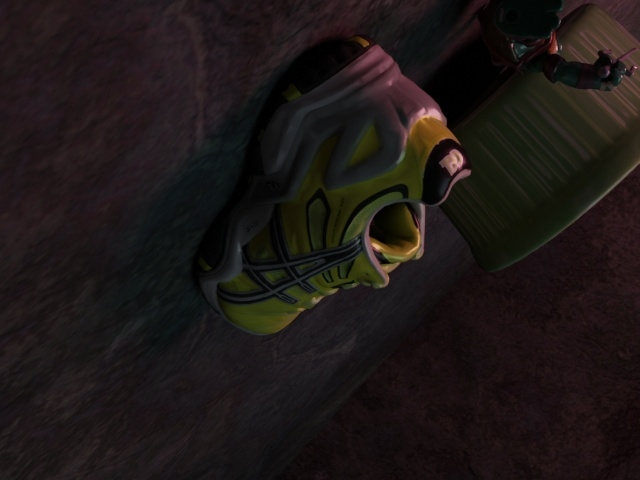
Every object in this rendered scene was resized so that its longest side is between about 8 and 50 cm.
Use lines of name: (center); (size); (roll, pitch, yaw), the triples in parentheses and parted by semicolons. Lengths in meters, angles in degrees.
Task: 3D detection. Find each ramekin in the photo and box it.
ramekin: (0.245, -0.120, 1.175); (0.303, 0.148, 0.303); (-44, -178, 2)

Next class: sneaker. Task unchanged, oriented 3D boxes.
sneaker: (0.000, 0.000, 0.920); (0.145, 0.147, 0.384); (-40, 167, -31)

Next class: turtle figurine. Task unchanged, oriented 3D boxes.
turtle figurine: (0.201, -0.199, 0.954); (0.118, 0.175, 0.234); (-31, 163, 16)
